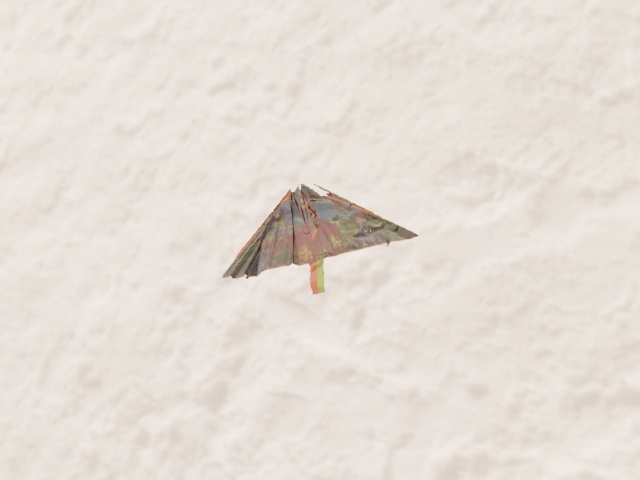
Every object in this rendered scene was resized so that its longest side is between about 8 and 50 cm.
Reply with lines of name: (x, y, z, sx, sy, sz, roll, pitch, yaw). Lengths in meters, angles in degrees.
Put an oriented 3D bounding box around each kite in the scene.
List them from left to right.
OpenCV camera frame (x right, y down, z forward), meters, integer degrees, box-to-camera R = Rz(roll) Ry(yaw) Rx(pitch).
kite: (0.000, 0.000, 1.343, 0.241, 0.183, 0.014, -10, 44, -5)
